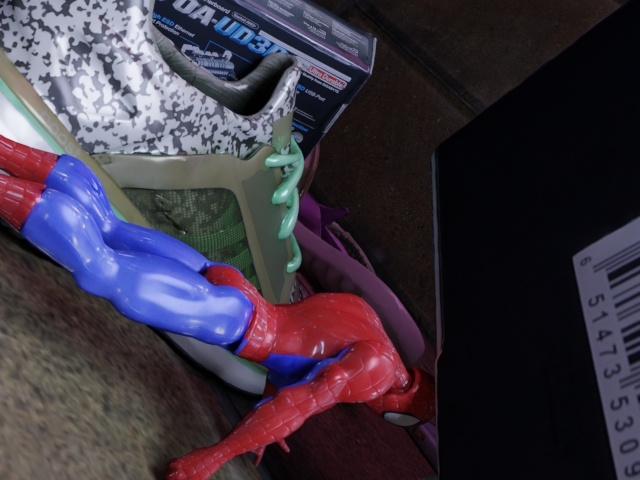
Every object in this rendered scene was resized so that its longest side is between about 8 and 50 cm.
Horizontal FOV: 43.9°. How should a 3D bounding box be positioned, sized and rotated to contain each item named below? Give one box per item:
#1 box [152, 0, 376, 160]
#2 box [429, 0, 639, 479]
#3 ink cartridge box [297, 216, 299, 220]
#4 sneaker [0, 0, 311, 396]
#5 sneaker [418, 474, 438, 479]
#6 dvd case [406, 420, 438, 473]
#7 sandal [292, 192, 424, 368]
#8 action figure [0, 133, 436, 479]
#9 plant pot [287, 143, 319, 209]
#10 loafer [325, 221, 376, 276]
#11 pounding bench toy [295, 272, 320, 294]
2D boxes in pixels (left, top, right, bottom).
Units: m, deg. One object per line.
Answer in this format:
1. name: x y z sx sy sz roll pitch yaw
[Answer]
1. box: -0.098 -0.123 0.572 0.220 0.175 0.051 25 43 -18
2. box: 0.316 0.151 0.377 0.471 0.297 0.480 36 37 -25
3. ink cartridge box: -0.115 -0.145 1.192 0.235 0.088 0.193 63 -1 -41
4. sneaker: -0.060 -0.033 0.528 0.410 0.182 0.158 45 6 -49
5. sneaker: 0.197 0.296 0.517 0.385 0.147 0.145 50 5 1
6. dvd case: 0.206 0.338 1.040 0.253 0.022 0.180 52 6 35
7. sandal: 0.003 0.010 0.962 0.416 0.102 0.169 43 -19 42
8. action figure: -0.074 0.056 0.379 0.280 0.139 0.091 24 16 -18
9. plant pot: -0.116 -0.092 0.736 0.165 0.167 0.167 36 12 -37
10. loafer: 0.010 0.014 1.328 0.268 0.102 0.092 51 11 22
11. pounding bench toy: -0.020 0.076 0.836 0.083 0.052 0.065 51 5 24
